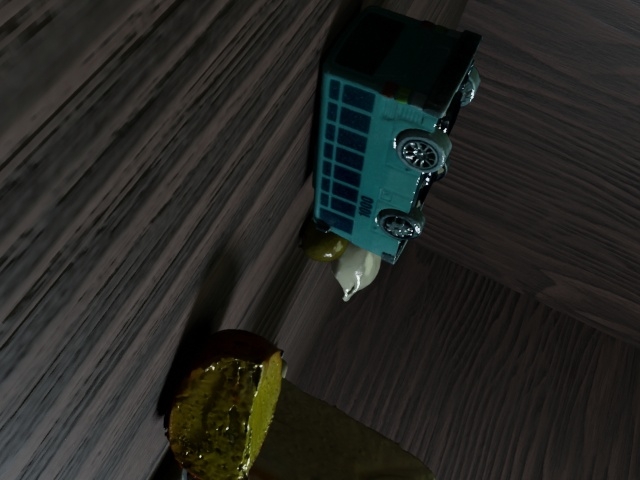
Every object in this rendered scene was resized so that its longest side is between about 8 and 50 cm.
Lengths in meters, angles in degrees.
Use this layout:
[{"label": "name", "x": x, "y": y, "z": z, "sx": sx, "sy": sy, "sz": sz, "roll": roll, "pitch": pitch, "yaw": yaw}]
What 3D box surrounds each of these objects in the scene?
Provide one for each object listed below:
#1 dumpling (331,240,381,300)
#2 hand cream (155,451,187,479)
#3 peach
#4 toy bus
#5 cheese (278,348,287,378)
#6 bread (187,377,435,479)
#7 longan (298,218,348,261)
[{"label": "dumpling", "x": 0.098, "y": 0.045, "z": 1.504, "sx": 0.162, "sy": 0.132, "sz": 0.250, "roll": -23, "pitch": 124, "yaw": -67}, {"label": "hand cream", "x": -0.151, "y": 0.238, "z": 0.652, "sx": 0.062, "sy": 0.038, "sz": 0.163, "roll": 103, "pitch": 8, "yaw": -55}, {"label": "peach", "x": -0.093, "y": 0.150, "z": 0.521, "sx": 0.172, "sy": 0.092, "sz": 0.127, "roll": 92, "pitch": 16, "yaw": -45}, {"label": "toy bus", "x": 0.068, "y": -0.101, "z": 0.593, "sx": 0.128, "sy": 0.147, "sz": 0.256, "roll": -59, "pitch": 167, "yaw": -31}, {"label": "cheese", "x": -0.102, "y": 0.284, "z": 1.146, "sx": 0.171, "sy": 0.047, "sz": 0.092, "roll": 102, "pitch": 13, "yaw": -66}, {"label": "bread", "x": -0.052, "y": 0.487, "z": 0.925, "sx": 0.371, "sy": 0.390, "sz": 0.279, "roll": -64, "pitch": 166, "yaw": 16}, {"label": "longan", "x": 0.000, "y": 0.000, "z": 0.821, "sx": 0.083, "sy": 0.075, "sz": 0.075, "roll": -20, "pitch": -163, "yaw": 28}]
